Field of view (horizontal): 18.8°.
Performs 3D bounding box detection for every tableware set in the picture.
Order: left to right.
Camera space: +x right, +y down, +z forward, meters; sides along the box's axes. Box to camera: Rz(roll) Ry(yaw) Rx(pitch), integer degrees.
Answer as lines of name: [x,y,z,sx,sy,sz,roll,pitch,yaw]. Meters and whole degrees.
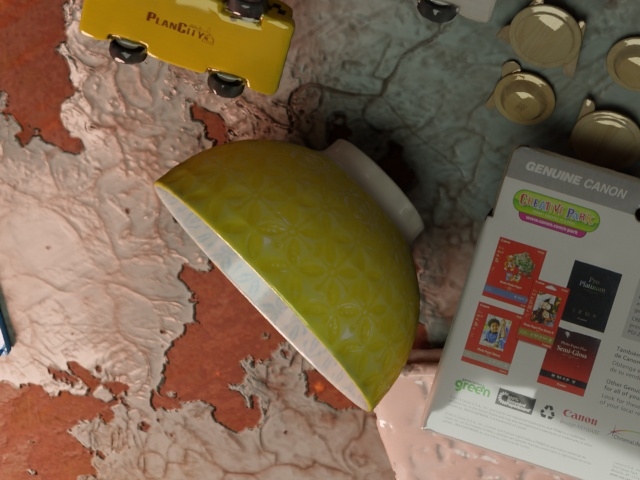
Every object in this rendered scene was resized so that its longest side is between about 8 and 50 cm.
tableware set: [0.225,-0.135,1.689,0.169,0.020,0.141,24,131,0]

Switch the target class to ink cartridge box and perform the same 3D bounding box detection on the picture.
ink cartridge box: [0.279,0.080,1.729,0.309,0.130,0.271,18,97,6]

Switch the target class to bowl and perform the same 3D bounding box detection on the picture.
bowl: [0.000,0.000,1.761,0.156,0.289,0.289,-44,107,-7]

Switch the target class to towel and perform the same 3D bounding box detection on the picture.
towel: [0.227,0.239,1.943,0.317,0.053,0.331,-4,123,21]

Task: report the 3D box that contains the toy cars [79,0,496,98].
toy cars: [-0.021,-0.232,1.668,0.394,0.087,0.176,-16,120,25]

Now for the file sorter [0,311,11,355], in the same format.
file sorter: [-0.413,0.074,2.016,0.118,0.104,0.170,3,125,17]
